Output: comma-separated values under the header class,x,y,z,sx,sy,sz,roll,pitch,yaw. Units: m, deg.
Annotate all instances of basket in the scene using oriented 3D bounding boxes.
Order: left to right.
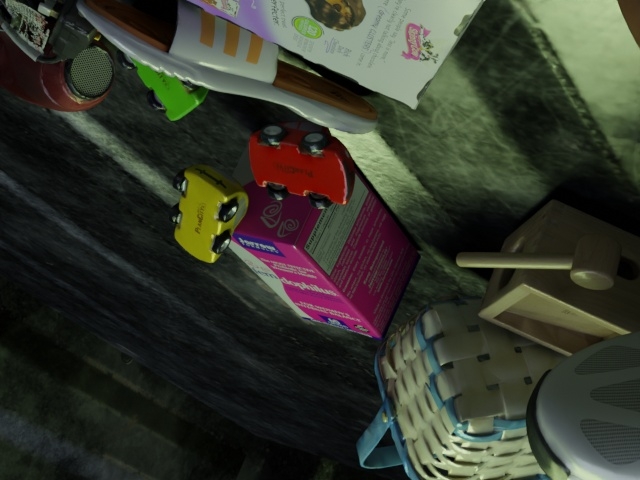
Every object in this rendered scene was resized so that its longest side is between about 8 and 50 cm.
class,x,y,z,sx,sy,sz,roll,pitch,yaw
basket,0.182,0.166,1.076,0.254,0.201,0.289,-7,147,-14

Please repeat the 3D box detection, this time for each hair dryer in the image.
class,x,y,z,sx,sy,sz,roll,pitch,yaw
hair dryer,-0.273,-0.209,0.914,0.223,0.080,0.293,44,157,0

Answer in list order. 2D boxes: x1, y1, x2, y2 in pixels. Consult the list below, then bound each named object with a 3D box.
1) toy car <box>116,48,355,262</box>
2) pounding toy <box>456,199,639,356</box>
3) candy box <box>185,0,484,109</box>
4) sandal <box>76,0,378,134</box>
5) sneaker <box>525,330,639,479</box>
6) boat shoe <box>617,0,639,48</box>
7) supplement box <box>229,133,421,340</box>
class,x,y,z,sx,sy,sz,roll,pitch,yaw
toy car,-0.090,-0.105,0.879,0.239,0.053,0.225,-23,105,47
pounding toy,0.208,0.016,0.859,0.181,0.094,0.206,24,162,-2
candy box,0.002,-0.177,0.618,0.196,0.070,0.165,26,162,-2
sandal,-0.053,-0.152,0.763,0.265,0.076,0.102,13,-157,-39
sneaker,0.361,0.070,0.662,0.447,0.169,0.257,-3,145,8
boat shoe,0.241,-0.071,0.495,0.119,0.123,0.324,-3,154,39
supplement box,0.000,0.000,1.052,0.111,0.114,0.220,13,157,34
